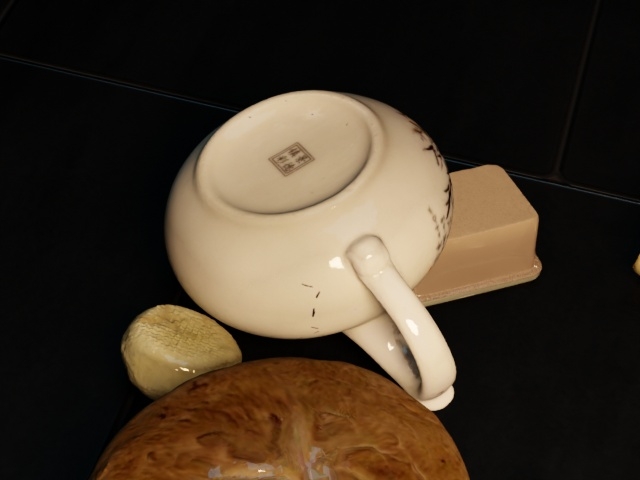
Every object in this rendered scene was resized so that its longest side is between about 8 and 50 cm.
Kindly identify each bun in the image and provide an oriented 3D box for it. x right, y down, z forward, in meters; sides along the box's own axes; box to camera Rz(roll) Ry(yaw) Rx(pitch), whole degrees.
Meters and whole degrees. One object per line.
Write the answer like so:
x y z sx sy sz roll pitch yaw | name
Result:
-0.101 0.086 1.308 0.086 0.055 0.086 15 29 -8 | bun

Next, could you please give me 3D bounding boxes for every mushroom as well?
-0.019 0.191 1.134 0.278 0.146 0.278 6 48 -7 | mushroom

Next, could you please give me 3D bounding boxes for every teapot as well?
0.000 0.000 1.342 0.208 0.166 0.299 -21 52 -20 | teapot

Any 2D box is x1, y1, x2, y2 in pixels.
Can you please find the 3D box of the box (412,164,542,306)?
0.105 -0.007 1.431 0.122 0.062 0.089 -12 45 -21 | box

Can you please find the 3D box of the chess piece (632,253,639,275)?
0.336 0.052 1.396 0.200 0.090 0.090 42 51 19 | chess piece
